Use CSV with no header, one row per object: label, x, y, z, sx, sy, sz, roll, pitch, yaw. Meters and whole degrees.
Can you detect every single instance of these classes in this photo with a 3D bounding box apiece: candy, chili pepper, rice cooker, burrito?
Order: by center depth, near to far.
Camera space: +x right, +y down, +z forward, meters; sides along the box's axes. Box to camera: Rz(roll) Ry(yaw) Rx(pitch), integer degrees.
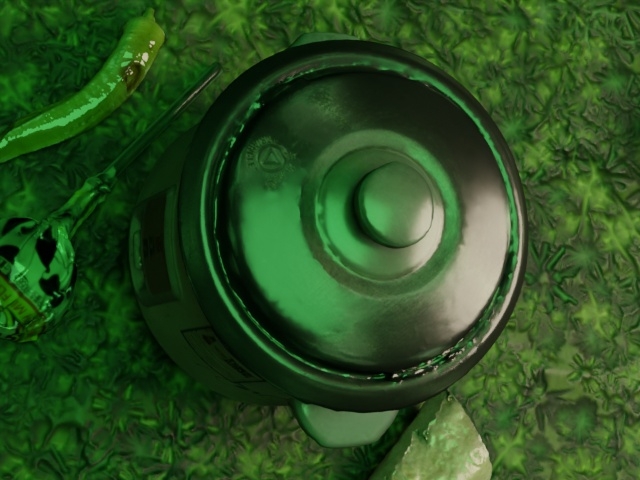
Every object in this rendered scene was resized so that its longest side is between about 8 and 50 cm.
rice cooker,0.000,0.000,1.233,0.264,0.316,0.317,3,80,-21
candy,-0.168,-0.039,1.314,0.091,0.083,0.305,45,62,-5
chili pepper,-0.193,-0.111,1.326,0.208,0.043,0.049,-43,108,-20
burrito,0.058,0.228,1.342,0.087,0.060,0.226,43,70,-3
